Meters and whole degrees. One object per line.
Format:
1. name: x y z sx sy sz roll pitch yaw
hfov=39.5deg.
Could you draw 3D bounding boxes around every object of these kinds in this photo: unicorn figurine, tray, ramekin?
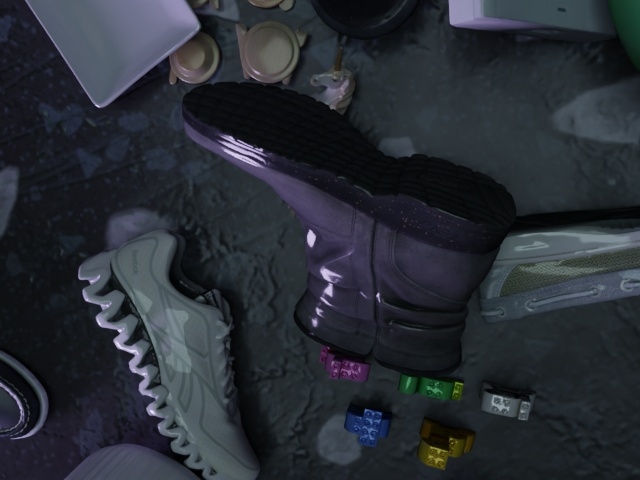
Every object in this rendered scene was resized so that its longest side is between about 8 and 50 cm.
1. unicorn figurine: -0.009 -0.112 0.909 0.111 0.060 0.162 -11 112 11
2. tray: -0.245 -0.286 0.930 0.145 0.030 0.270 -35 85 13
3. ramekin: -0.184 0.302 0.903 0.207 0.109 0.207 18 134 20

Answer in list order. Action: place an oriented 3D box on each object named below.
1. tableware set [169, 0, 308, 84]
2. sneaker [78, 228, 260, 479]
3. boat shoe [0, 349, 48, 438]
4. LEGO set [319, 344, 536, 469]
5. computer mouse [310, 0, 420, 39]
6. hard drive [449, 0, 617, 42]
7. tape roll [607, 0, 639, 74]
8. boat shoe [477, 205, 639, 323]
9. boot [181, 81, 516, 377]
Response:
1. tableware set: -0.095 -0.233 0.927 0.168 0.020 0.141 3 93 10
2. sneaker: -0.133 0.123 0.925 0.118 0.110 0.292 -30 90 1
3. boat shoe: -0.451 0.153 0.977 0.302 0.091 0.114 15 97 7
4. LEGO set: 0.099 0.177 0.895 0.227 0.093 0.087 11 97 7
5. computer mouse: 0.041 -0.323 0.876 0.188 0.072 0.272 -11 83 17
6. hard drive: 0.186 -0.360 0.778 0.047 0.233 0.353 1 96 44
7. tape roll: 0.406 -0.246 0.768 0.321 0.077 0.321 0 90 -12
8. boat shoe: 0.307 0.025 0.845 0.320 0.118 0.103 -3 100 13
9. boot: 0.000 0.000 0.860 0.338 0.118 0.223 27 129 14
